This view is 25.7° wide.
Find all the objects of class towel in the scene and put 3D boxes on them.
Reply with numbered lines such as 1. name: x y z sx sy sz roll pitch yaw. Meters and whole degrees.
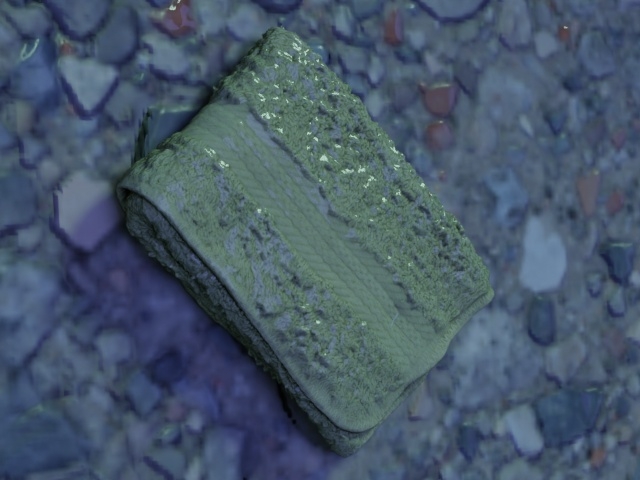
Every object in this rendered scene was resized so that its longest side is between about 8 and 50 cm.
1. towel: 0.000 0.000 0.547 0.148 0.027 0.110 50 64 -19
